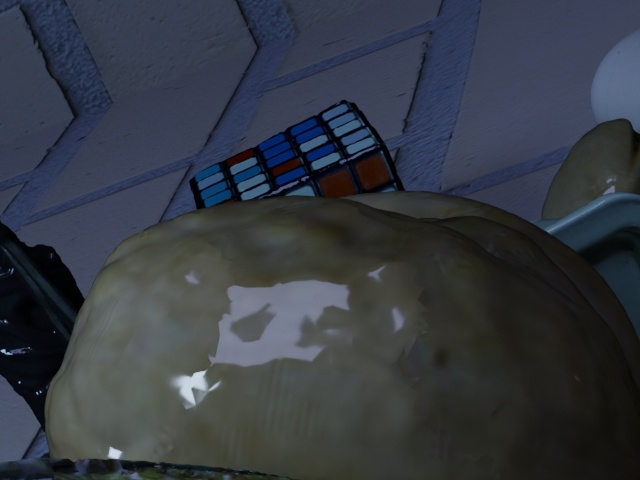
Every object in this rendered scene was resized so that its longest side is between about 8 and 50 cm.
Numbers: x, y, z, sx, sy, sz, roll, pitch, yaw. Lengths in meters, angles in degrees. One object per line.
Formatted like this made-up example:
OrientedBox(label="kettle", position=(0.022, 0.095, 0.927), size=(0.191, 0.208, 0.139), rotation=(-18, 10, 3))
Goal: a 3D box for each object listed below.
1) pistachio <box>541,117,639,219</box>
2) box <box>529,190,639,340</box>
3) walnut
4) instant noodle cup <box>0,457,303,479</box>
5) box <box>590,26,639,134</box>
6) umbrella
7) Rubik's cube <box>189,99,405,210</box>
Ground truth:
OrientedBox(label="pistachio", position=(0.258, -0.027, 1.655), size=(0.136, 0.135, 0.226), rotation=(-15, 25, 25))
OrientedBox(label="box", position=(0.119, 0.096, 1.440), size=(0.312, 0.175, 0.182), rotation=(-28, 9, -12))
OrientedBox(label="walnut", position=(0.027, 0.131, 1.138), size=(0.381, 0.381, 0.381), rotation=(-22, 18, 8))
OrientedBox(label="instant noodle cup", position=(-0.029, 0.258, 0.815), size=(0.340, 0.265, 0.340), rotation=(9, 6, -1))
OrientedBox(label="box", position=(0.429, -0.156, 1.771), size=(0.289, 0.141, 0.349), rotation=(-30, 19, -12))
OrientedBox(label="umbrella", position=(-0.184, 0.115, 1.448), size=(0.113, 0.357, 0.106), rotation=(-37, 12, -26))
OrientedBox(label="Rubik's cube", position=(0.000, 0.000, 1.806), size=(0.184, 0.187, 0.182), rotation=(-27, 19, 1))
